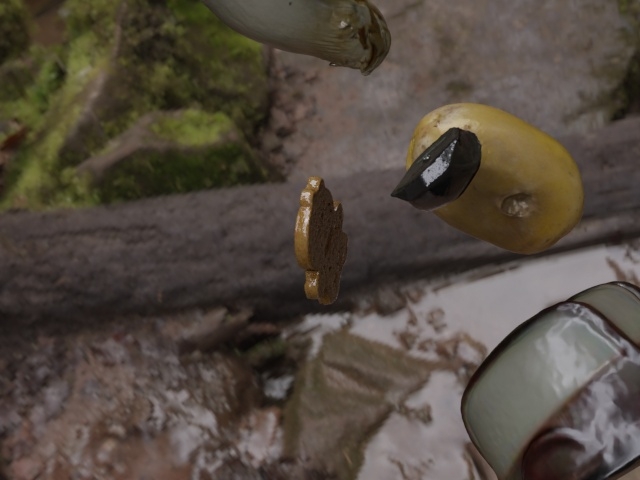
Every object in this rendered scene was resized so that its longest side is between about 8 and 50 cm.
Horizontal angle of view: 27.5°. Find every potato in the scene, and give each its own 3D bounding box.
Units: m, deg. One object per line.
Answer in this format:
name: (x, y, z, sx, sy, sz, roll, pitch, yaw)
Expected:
potato: (0.221, -0.083, 1.630, 0.233, 0.150, 0.146, 28, 54, -1)

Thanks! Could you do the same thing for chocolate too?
chocolate: (0.276, 0.157, 1.352, 0.283, 0.283, 0.186, -29, 75, -3)

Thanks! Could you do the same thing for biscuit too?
biscuit: (-0.002, 0.006, 1.606, 0.027, 0.184, 0.134, 8, 76, 18)

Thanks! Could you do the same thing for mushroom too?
mushroom: (-0.085, -0.335, 1.534, 0.397, 0.126, 0.177, 47, 48, 2)

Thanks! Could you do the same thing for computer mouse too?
computer mouse: (0.135, -0.075, 1.427, 0.099, 0.057, 0.172, -44, 6, 22)
